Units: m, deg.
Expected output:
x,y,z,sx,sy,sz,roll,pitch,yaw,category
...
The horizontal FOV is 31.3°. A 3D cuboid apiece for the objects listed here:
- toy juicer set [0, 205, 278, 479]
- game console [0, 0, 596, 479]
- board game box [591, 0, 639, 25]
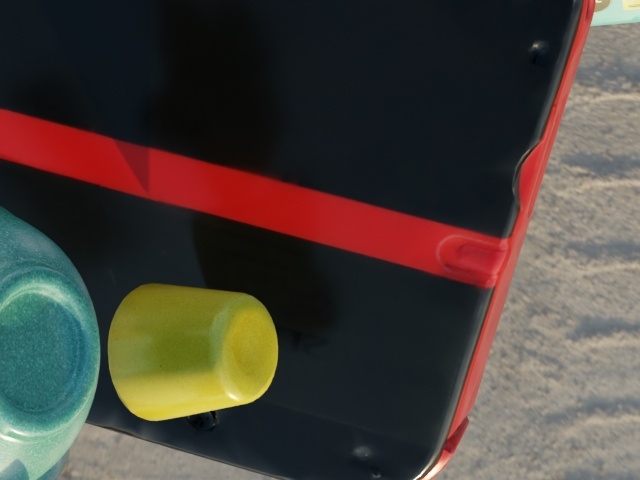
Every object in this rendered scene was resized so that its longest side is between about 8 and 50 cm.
x,y,z,sx,sy,sz,roll,pitch,yaw,category
-0.146,0.079,0.442,0.090,0.329,0.209,-5,69,32,toy juicer set
-0.083,-0.037,0.616,0.387,0.060,0.342,15,116,6,game console
0.155,-0.294,0.949,0.336,0.079,0.253,-3,63,8,board game box
